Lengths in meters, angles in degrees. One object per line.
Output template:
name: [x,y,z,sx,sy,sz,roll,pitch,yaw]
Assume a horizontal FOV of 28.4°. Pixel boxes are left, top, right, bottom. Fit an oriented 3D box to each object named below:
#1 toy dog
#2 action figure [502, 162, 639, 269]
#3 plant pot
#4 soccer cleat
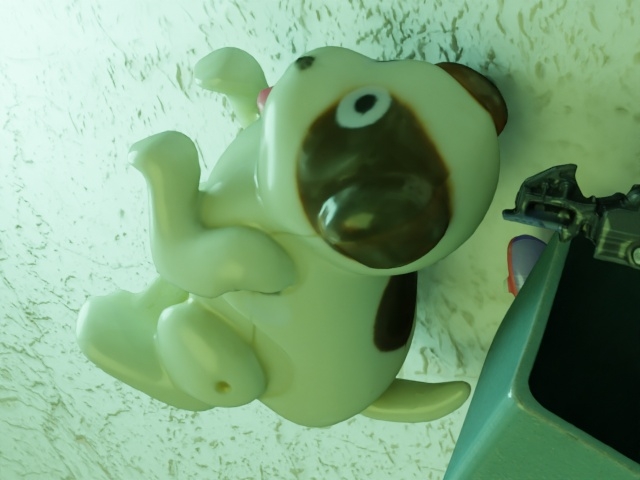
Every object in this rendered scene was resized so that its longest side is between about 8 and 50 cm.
toy dog: [0.000,0.000,1.145,0.395,0.284,0.408,42,139,7]
action figure: [0.299,-0.022,0.866,0.341,0.178,0.330,5,112,7]
plant pot: [0.222,0.181,1.031,0.247,0.248,0.252,31,130,-1]
soccer cleat: [0.252,0.092,1.149,0.095,0.083,0.248,-20,108,34]
